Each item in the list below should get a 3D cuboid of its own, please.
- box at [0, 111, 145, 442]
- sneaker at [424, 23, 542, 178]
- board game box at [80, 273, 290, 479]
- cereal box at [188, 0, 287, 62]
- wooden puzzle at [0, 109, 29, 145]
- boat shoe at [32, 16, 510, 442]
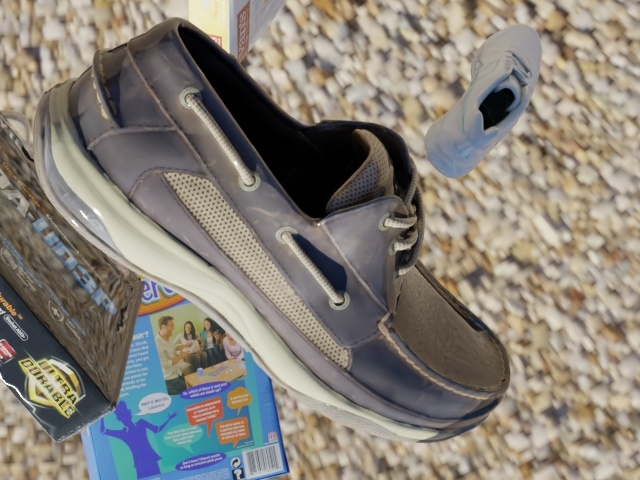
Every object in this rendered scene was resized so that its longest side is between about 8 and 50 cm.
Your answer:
[{"bbox_3d":[-0.205,0.000,1.234,0.051,0.175,0.220,-32,110,15],"label":"box"},{"bbox_3d":[0.131,-0.106,1.377,0.053,0.152,0.061,41,141,-11],"label":"sneaker"},{"bbox_3d":[-0.123,0.104,1.566,0.160,0.047,0.210,-11,96,-17],"label":"board game box"},{"bbox_3d":[-0.057,-0.287,1.795,0.047,0.240,0.173,14,132,15],"label":"cereal box"},{"bbox_3d":[-0.459,-0.036,1.906,0.347,0.080,0.322,9,130,1],"label":"wooden puzzle"},{"bbox_3d":[0.000,0.000,1.118,0.355,0.132,0.130,34,119,-32],"label":"boat shoe"}]
